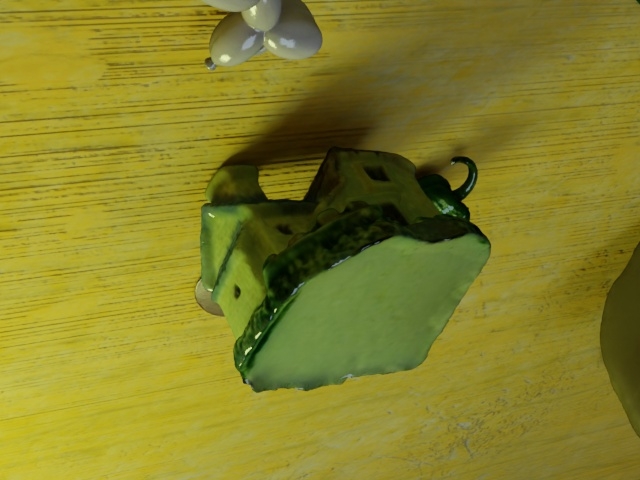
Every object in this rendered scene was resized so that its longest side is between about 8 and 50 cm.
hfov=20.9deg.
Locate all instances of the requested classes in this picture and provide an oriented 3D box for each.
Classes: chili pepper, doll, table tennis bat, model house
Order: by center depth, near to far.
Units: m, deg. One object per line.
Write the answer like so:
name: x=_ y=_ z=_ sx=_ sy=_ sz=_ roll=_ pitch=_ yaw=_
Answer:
doll: x=-0.034 y=-0.189 z=1.291 sx=0.161 sy=0.059 sz=0.160 roll=-33 pitch=152 yaw=7
model house: x=0.000 y=0.000 z=1.512 sx=0.214 sy=0.189 sz=0.195 roll=-6 pitch=137 yaw=-32
table tennis bat: x=-0.095 y=0.043 z=1.669 sx=0.050 sy=0.007 sz=0.083 roll=13 pitch=134 yaw=0
chili pepper: x=0.045 y=0.006 z=1.689 sx=0.257 sy=0.074 sz=0.100 roll=-28 pitch=109 yaw=-8

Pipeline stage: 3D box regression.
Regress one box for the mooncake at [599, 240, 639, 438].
mooncake: x=0.528 y=0.123 z=2.038 sx=0.378 sy=0.378 sz=0.201 roll=-35 pitch=156 yaw=12

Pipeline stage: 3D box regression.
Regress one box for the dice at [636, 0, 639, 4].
dice: x=0.372 y=-0.286 z=1.254 sx=0.287 sy=0.297 sz=0.300 roll=2 pitch=140 yaw=-51
